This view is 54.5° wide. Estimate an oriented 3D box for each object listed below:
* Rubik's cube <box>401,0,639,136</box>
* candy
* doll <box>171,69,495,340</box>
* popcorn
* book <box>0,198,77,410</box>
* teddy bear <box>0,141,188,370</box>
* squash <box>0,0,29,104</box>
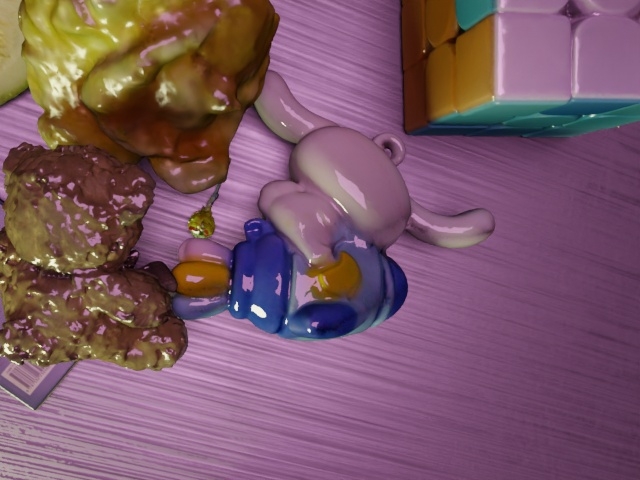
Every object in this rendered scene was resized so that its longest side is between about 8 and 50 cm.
[{"bbox_3d":[0.286,-0.297,0.810,0.291,0.292,0.290,-2,93,-13],"label":"Rubik's cube"},{"bbox_3d":[-0.147,-0.059,0.861,0.035,0.035,0.122,40,68,-54],"label":"candy"},{"bbox_3d":[0.000,0.003,0.829,0.376,0.187,0.365,30,76,13],"label":"doll"},{"bbox_3d":[-0.194,-0.235,0.720,0.275,0.335,0.279,23,56,1],"label":"popcorn"},{"bbox_3d":[-0.416,0.068,0.806,0.269,0.025,0.190,40,82,-10],"label":"book"},{"bbox_3d":[-0.275,0.015,0.695,0.267,0.156,0.255,15,101,13],"label":"teddy bear"},{"bbox_3d":[-0.388,-0.284,0.721,0.190,0.189,0.260,16,84,-12],"label":"squash"}]
